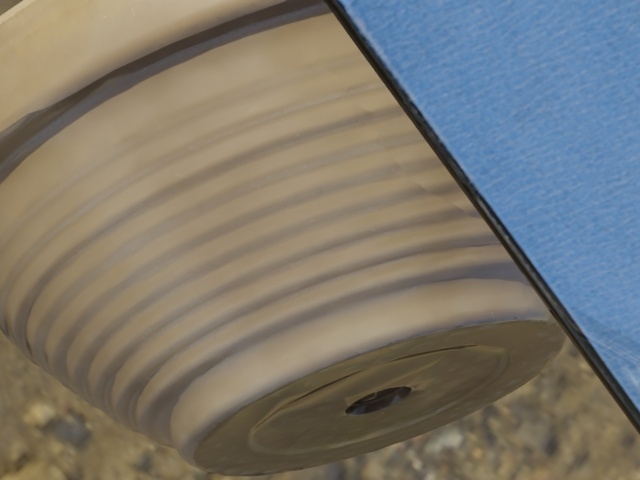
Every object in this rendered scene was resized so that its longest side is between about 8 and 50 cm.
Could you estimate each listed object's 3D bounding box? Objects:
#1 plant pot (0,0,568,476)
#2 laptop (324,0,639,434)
[{"bbox_3d":[0.000,0.000,0.587,0.237,0.237,0.110,-7,68,-29],"label":"plant pot"},{"bbox_3d":[0.219,0.030,0.231,0.236,0.408,0.382,-40,113,-2],"label":"laptop"}]
